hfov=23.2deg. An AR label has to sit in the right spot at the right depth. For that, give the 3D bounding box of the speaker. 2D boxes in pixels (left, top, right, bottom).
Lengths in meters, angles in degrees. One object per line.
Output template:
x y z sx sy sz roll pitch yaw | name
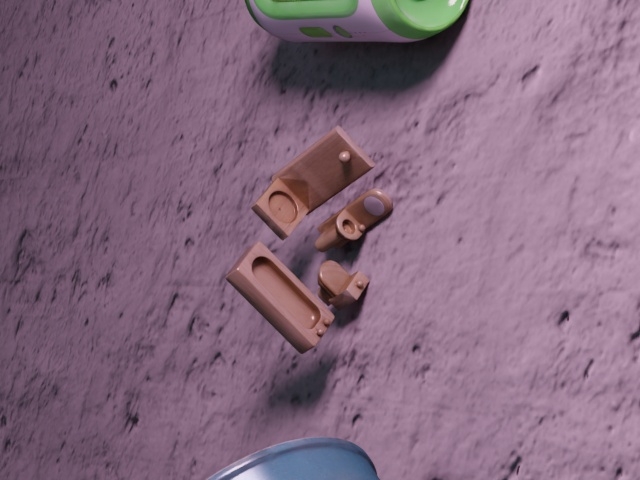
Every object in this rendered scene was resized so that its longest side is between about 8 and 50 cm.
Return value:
0.033 -0.276 1.676 0.296 0.131 0.131 11 87 58 | speaker

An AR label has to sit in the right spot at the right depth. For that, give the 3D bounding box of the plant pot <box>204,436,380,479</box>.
-0.002 0.358 1.360 0.255 0.272 0.271 51 121 36 | plant pot

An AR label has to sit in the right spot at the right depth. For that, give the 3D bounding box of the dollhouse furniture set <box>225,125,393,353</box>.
0.000 0.000 1.597 0.123 0.144 0.151 -35 13 46 | dollhouse furniture set
